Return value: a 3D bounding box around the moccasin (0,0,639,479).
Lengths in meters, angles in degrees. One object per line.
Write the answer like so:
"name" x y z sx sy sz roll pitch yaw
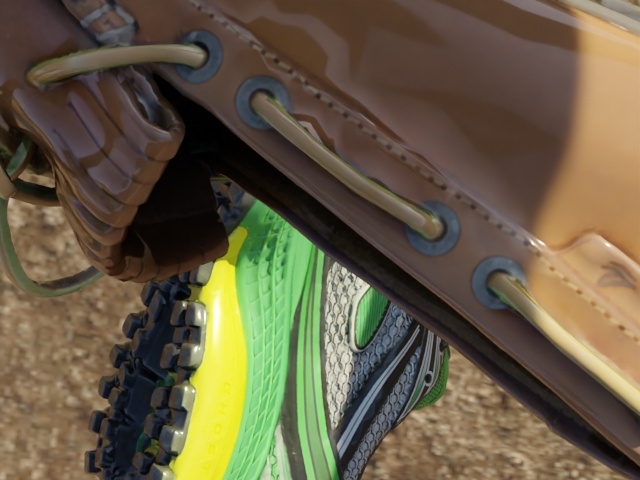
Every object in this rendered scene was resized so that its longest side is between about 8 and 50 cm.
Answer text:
"moccasin" -0.039 -0.041 0.420 0.380 0.139 0.147 27 84 6

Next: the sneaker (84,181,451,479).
"sneaker" 0.000 0.000 0.673 0.134 0.146 0.344 32 106 61
